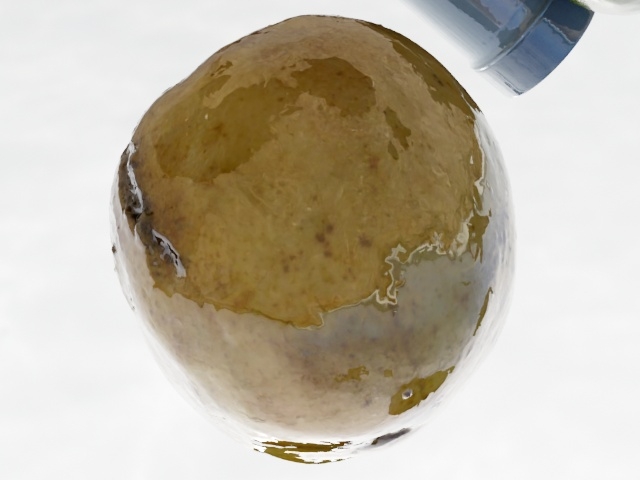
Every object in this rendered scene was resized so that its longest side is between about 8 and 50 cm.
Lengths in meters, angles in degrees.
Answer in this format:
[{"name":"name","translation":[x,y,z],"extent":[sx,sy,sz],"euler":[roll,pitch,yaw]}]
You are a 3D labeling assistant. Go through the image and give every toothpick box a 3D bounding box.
[{"name":"toothpick box","translation":[0.113,-0.189,1.077],"extent":[0.101,0.153,0.101],"euler":[-47,-165,17]}]

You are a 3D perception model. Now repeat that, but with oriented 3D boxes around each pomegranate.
[{"name":"pomegranate","translation":[0.000,0.000,0.858],"extent":[0.260,0.260,0.260],"euler":[-6,-162,2]}]

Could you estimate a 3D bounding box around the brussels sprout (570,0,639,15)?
[{"name":"brussels sprout","translation":[0.196,-0.241,1.005],"extent":[0.161,0.180,0.144],"euler":[26,156,-7]}]
